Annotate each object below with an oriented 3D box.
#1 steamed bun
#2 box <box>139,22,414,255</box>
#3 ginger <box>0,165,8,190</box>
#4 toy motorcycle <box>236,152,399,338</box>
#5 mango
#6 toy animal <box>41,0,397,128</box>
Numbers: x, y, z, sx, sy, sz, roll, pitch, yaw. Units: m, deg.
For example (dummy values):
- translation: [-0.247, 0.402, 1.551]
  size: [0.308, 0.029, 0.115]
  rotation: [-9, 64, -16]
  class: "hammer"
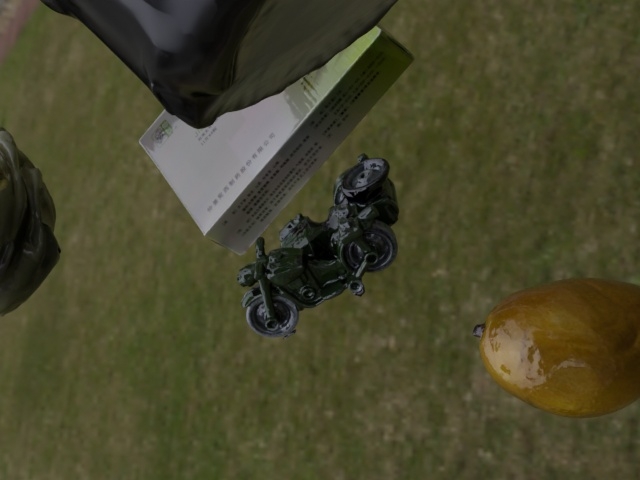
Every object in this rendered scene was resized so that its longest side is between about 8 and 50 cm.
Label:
- translation: [-0.460, -0.013, 1.753]
  size: [0.275, 0.206, 0.320]
  rotation: [94, -162, -56]
  class: "steamed bun"
- translation: [-0.050, -0.137, 1.308]
  size: [0.260, 0.062, 0.175]
  rotation: [-49, 47, 11]
  class: "box"
- translation: [-0.385, -0.151, 1.372]
  size: [0.086, 0.131, 0.295]
  rotation: [-24, 63, 32]
  class: "ginger"
- translation: [0.000, 0.000, 1.822]
  size: [0.275, 0.127, 0.205]
  rotation: [-33, 28, 16]
  class: "toy motorcycle"
- translation: [0.254, 0.098, 1.234]
  size: [0.147, 0.227, 0.109]
  rotation: [50, 136, 48]
  class: "mango"
- translation: [-0.076, -0.229, 0.544]
  size: [0.310, 0.251, 0.251]
  rotation: [47, 139, 8]
  class: "toy animal"
